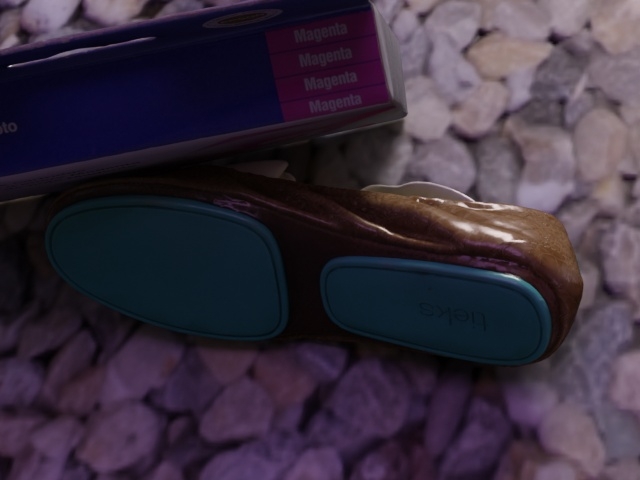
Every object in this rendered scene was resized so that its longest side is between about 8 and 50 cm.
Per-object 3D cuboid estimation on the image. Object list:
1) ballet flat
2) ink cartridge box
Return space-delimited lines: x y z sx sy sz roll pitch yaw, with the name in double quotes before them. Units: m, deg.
"ballet flat" 0.000 0.000 1.047 0.342 0.116 0.124 5 33 18
"ink cartridge box" -0.113 -0.078 1.016 0.324 0.330 0.071 -11 92 6
